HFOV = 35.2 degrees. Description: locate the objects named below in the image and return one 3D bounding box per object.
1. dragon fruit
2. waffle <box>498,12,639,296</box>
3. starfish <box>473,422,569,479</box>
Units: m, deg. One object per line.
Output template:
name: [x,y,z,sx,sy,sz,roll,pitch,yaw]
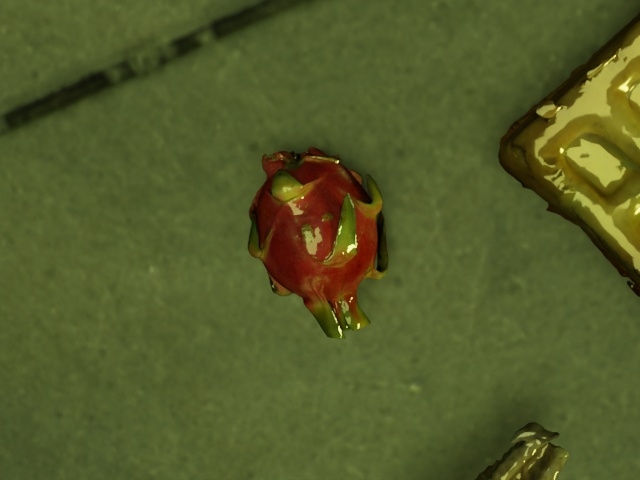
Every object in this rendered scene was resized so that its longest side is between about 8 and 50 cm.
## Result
dragon fruit: [-0.002,0.002,0.623,0.086,0.081,0.116,-4,100,-2]
waffle: [0.288,-0.018,0.569,0.327,0.098,0.224,44,102,0]
starfish: [-0.072,0.288,0.609,0.398,0.384,0.132,2,144,24]
